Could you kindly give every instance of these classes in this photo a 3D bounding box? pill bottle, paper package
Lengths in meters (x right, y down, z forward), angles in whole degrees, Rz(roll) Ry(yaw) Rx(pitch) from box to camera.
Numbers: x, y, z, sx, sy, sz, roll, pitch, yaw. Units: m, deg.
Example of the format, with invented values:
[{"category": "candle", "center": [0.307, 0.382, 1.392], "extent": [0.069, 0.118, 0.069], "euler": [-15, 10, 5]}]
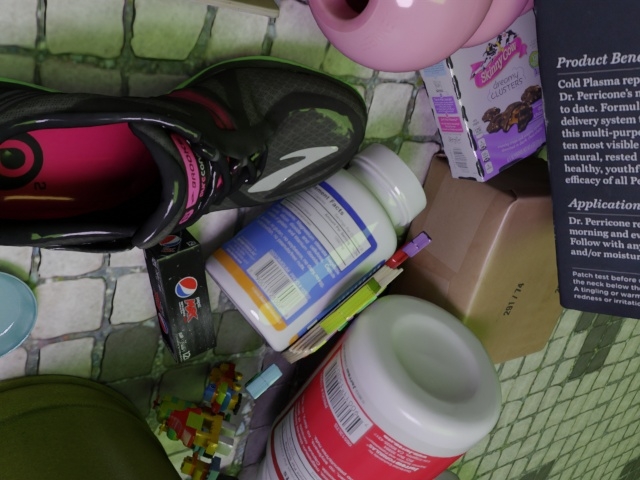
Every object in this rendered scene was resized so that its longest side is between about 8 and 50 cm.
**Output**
[{"category": "pill bottle", "center": [0.060, 0.287, 0.978], "extent": [0.229, 0.229, 0.408], "euler": [-2, 139, -38]}, {"category": "paper package", "center": [0.288, 0.036, 1.093], "extent": [0.309, 0.168, 0.325], "euler": [-5, 120, -39]}, {"category": "pill bottle", "center": [0.000, 0.000, 0.845], "extent": [0.272, 0.152, 0.152], "euler": [-40, 136, -11]}]

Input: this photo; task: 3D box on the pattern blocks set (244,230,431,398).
[{"category": "pattern blocks set", "center": [0.026, 0.100, 0.893], "extent": [0.325, 0.026, 0.285], "euler": [-40, 176, -6]}]

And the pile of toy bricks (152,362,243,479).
[{"category": "pile of toy bricks", "center": [-0.172, 0.233, 0.869], "extent": [0.105, 0.212, 0.118], "euler": [23, 103, -8]}]

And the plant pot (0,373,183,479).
[{"category": "plant pot", "center": [-0.251, 0.368, 0.675], "extent": [0.366, 0.353, 0.367], "euler": [-10, 105, -40]}]

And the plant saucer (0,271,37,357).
[{"category": "plant saucer", "center": [-0.364, 0.079, 0.697], "extent": [0.119, 0.021, 0.119], "euler": [-21, 130, -27]}]

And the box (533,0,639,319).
[{"category": "box", "center": [0.487, -0.215, 0.813], "extent": [0.480, 0.297, 0.472], "euler": [-40, 126, -44]}]

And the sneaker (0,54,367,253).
[{"category": "sneaker", "center": [-0.142, -0.069, 0.646], "extent": [0.482, 0.202, 0.185], "euler": [-15, 127, -31]}]

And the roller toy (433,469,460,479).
[{"category": "roller toy", "center": [0.255, 0.619, 1.473], "extent": [0.191, 0.146, 0.209], "euler": [17, 112, -35]}]

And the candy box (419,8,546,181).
[{"category": "candy box", "center": [0.237, -0.205, 0.913], "extent": [0.164, 0.070, 0.196], "euler": [-30, 111, -20]}]

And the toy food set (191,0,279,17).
[{"category": "toy food set", "center": [-0.097, -0.365, 0.563], "extent": [0.219, 0.092, 0.306], "euler": [-3, 120, -37]}]

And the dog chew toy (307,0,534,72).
[{"category": "dog chew toy", "center": [0.142, -0.304, 0.734], "extent": [0.331, 0.206, 0.207], "euler": [-21, 130, -38]}]

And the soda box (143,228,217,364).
[{"category": "soda box", "center": [-0.174, 0.069, 0.821], "extent": [0.060, 0.053, 0.169], "euler": [-22, 130, -27]}]

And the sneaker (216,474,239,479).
[{"category": "sneaker", "center": [-0.242, 0.427, 0.977], "extent": [0.286, 0.109, 0.130], "euler": [-24, 123, -29]}]
